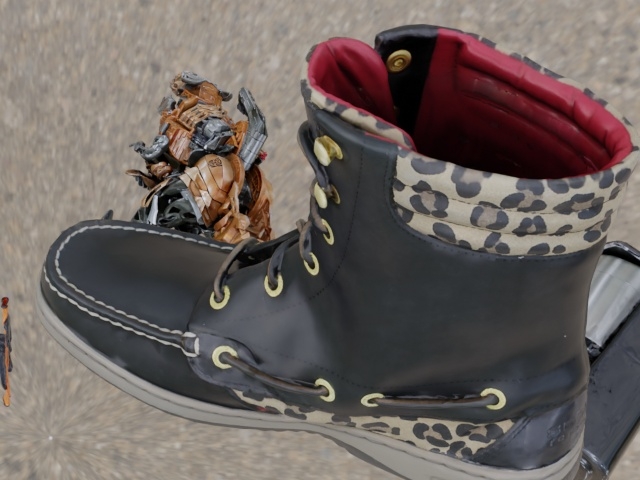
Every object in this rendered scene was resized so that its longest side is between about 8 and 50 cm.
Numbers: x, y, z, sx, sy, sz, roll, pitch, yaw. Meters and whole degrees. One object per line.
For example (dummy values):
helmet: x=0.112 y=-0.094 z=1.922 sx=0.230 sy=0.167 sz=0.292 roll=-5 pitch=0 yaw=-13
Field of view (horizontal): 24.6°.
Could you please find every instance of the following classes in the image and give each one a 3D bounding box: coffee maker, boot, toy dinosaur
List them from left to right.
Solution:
toy dinosaur: x=-0.123 y=-0.033 z=1.438 sx=0.164 sy=0.322 sz=0.218 roll=36 pitch=114 yaw=-22
boot: x=0.000 y=0.000 z=0.886 sx=0.377 sy=0.284 sz=0.138 roll=21 pitch=47 yaw=13
coffee maker: x=0.249 y=0.115 z=1.210 sx=0.171 sy=0.120 sz=0.178 roll=29 pitch=70 yaw=32

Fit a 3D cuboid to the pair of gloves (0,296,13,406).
pair of gloves: x=-0.287 y=0.101 z=1.328 sx=0.010 sy=0.083 sz=0.074 roll=-2 pitch=121 yaw=-8
